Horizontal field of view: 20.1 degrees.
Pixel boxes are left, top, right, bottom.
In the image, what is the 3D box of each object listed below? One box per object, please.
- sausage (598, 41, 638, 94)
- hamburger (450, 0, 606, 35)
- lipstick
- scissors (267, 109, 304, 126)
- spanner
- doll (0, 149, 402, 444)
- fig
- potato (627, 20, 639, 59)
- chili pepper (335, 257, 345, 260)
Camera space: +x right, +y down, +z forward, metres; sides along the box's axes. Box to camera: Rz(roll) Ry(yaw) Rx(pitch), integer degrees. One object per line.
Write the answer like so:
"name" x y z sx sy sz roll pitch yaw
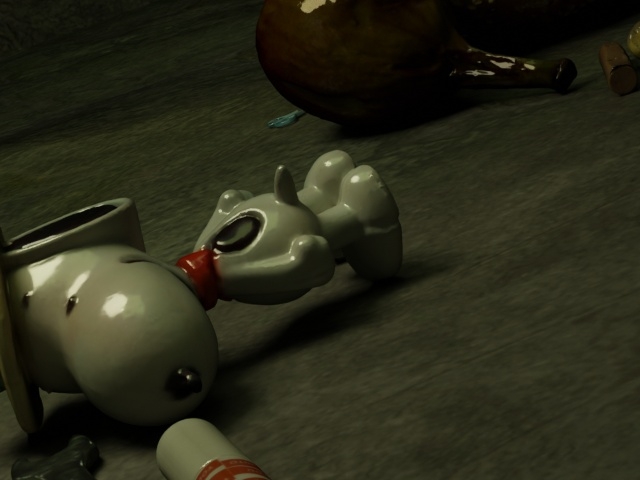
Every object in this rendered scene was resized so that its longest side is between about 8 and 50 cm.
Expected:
"sausage" 0.242 -0.143 1.477 0.026 0.026 0.116 -18 14 9
"hamburger" 0.180 -0.292 1.765 0.300 0.176 0.300 -7 5 1
"lipstick" -0.048 0.121 0.886 0.038 0.038 0.131 -24 15 -13
"scissors" -0.016 -0.130 1.802 0.083 0.006 0.036 -29 16 -32
"spanner" -0.114 0.142 0.943 0.054 0.015 0.254 -25 15 -18
"doll" -0.095 0.028 1.135 0.208 0.144 0.271 16 37 31
"fig" 0.064 -0.174 1.567 0.191 0.190 0.290 -26 32 -22
"potato" 0.297 -0.174 1.479 0.092 0.045 0.046 -16 -21 7
"chili pepper" 0.000 0.000 1.288 0.027 0.022 0.083 -24 19 -19
